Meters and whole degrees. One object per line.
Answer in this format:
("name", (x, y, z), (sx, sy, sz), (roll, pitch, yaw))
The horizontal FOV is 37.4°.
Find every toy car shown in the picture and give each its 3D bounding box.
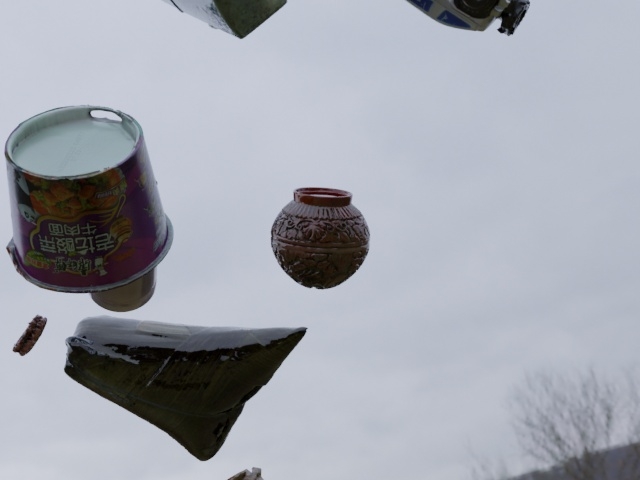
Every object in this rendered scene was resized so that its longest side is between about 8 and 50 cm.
("toy car", (0.112, -0.246, 0.863), (0.080, 0.170, 0.070), (-49, -7, -50))

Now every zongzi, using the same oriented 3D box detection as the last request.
("zongzi", (-0.285, 0.213, 1.934), (0.403, 0.208, 0.432), (32, -53, -13))

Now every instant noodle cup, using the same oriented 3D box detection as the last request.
("instant noodle cup", (-0.349, -0.072, 1.394), (0.251, 0.251, 0.190), (-9, -50, -11))

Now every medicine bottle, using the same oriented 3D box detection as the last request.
("medicine bottle", (-0.351, 0.008, 1.668), (0.133, 0.133, 0.250), (-7, -35, -16))

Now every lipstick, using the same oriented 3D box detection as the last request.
("lipstick", (-0.135, -0.290, 1.030), (0.076, 0.289, 0.077), (-39, -53, -8))

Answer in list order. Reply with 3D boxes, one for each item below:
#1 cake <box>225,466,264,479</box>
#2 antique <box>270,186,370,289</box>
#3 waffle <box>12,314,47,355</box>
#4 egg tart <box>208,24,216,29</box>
("cake", (-0.113, 0.460, 1.083), (0.293, 0.307, 0.314), (-30, -11, -10))
("antique", (0.000, 0.000, 0.928), (0.104, 0.104, 0.104), (-12, -23, -5))
("waffle", (-0.485, 0.159, 1.587), (0.029, 0.075, 0.083), (35, -11, -9))
("egg tart", (-0.127, -0.390, 1.343), (0.078, 0.197, 0.197), (28, -29, 2))
